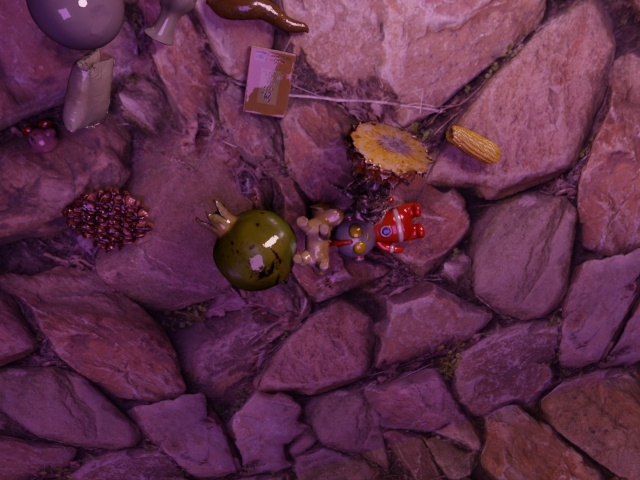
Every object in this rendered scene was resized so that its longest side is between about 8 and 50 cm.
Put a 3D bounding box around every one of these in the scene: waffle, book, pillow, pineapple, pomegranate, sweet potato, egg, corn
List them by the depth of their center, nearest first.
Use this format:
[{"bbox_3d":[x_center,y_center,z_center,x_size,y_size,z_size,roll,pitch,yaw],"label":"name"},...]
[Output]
[{"bbox_3d":[-0.498,-0.483,0.891,0.176,0.232,0.176,-8,126,-11],"label":"egg"},{"bbox_3d":[-0.140,-0.539,1.028,0.249,0.060,0.069,4,146,-18],"label":"sweet potato"},{"bbox_3d":[-0.554,-0.357,1.045,0.077,0.134,0.181,24,120,-12],"label":"pillow"},{"bbox_3d":[-0.137,-0.413,1.151,0.118,0.012,0.172,6,125,-15],"label":"book"},{"bbox_3d":[0.157,-0.169,1.283,0.262,0.263,0.272,5,137,-14],"label":"pineapple"},{"bbox_3d":[-0.626,-0.063,1.304,0.234,0.056,0.221,-25,129,15],"label":"waffle"},{"bbox_3d":[-0.219,0.010,1.324,0.260,0.260,0.340,-40,121,19],"label":"pomegranate"},{"bbox_3d":[0.467,-0.288,1.325,0.206,0.067,0.067,19,122,-23],"label":"corn"}]

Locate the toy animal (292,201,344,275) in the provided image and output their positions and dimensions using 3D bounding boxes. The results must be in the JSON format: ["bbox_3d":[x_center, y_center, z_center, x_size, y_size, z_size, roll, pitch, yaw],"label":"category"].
[{"bbox_3d":[-0.002,-0.011,1.343,0.121,0.234,0.168,7,173,15],"label":"toy animal"}]

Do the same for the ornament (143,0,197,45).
[{"bbox_3d":[-0.335,-0.529,0.990,0.074,0.081,0.156,-3,141,-53],"label":"ornament"}]

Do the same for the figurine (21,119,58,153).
[{"bbox_3d":[-0.712,-0.262,1.124,0.083,0.071,0.067,-23,170,17],"label":"figurine"}]

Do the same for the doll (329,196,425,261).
[{"bbox_3d":[0.174,-0.029,1.441,0.336,0.105,0.200,-13,108,-1],"label":"doll"}]
